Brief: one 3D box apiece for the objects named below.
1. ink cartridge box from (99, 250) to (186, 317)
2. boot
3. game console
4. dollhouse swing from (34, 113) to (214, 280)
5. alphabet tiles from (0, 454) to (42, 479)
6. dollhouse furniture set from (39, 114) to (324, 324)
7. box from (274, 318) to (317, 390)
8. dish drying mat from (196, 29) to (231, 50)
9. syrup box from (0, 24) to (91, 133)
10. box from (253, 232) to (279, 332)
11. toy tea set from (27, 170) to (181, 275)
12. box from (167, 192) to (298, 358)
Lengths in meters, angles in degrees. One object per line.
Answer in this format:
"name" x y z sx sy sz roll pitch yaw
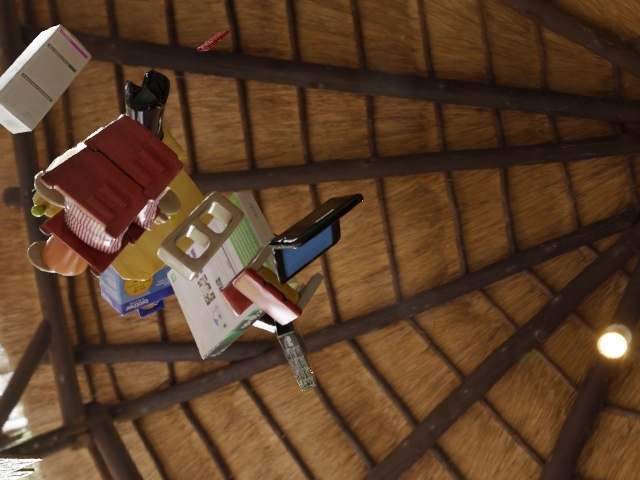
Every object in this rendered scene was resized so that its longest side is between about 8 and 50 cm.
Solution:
"ink cartridge box" -0.607 0.073 1.774 0.151 0.269 0.396 32 -51 33
"boot" -0.405 -0.225 1.100 0.094 0.247 0.207 26 -33 -5
"game console" 0.000 0.000 0.677 0.107 0.122 0.071 -3 -60 57
"dollhouse swing" -0.505 -0.123 1.388 0.315 0.346 0.305 38 -16 52
"alphabet tiles" -0.575 0.379 0.826 0.237 0.198 0.009 -27 -122 21
"dollhouse furniture set" -0.210 0.020 0.766 0.374 0.152 0.201 41 -32 -7
"box" -0.067 0.215 1.189 0.184 0.045 0.191 -114 -174 -55
"dish drying mat" -0.206 -0.390 1.002 0.032 0.083 0.008 2 -47 29
"syrup box" -0.627 -0.358 1.143 0.093 0.096 0.237 4 -123 36
"box" -0.228 0.094 1.583 0.073 0.293 0.296 -42 -151 57
"toy tea set" -0.424 -0.043 0.961 0.200 0.336 0.124 42 -62 -1
"box" -0.206 0.082 1.132 0.322 0.058 0.232 -43 -114 35
